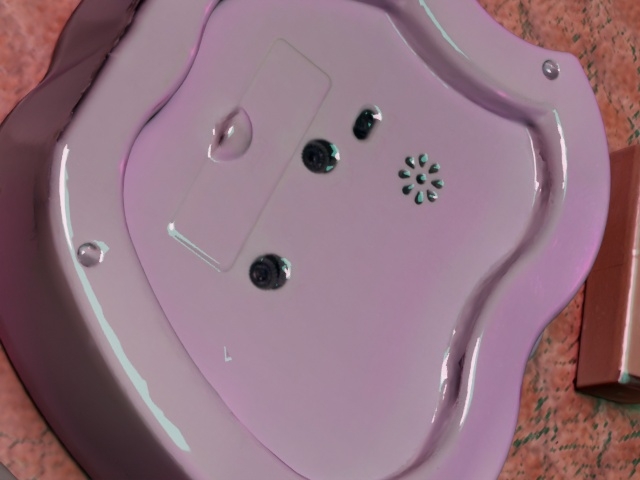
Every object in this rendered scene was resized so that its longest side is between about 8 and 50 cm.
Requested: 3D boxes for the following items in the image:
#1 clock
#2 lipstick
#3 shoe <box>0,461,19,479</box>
[{"bbox_3d":[0.000,0.000,0.885,0.339,0.102,0.338,6,78,-30],"label":"clock"},{"bbox_3d":[0.185,0.020,1.023,0.045,0.045,0.145,16,73,-25],"label":"lipstick"},{"bbox_3d":[-0.194,0.115,0.760,0.251,0.103,0.100,39,19,-33],"label":"shoe"}]
